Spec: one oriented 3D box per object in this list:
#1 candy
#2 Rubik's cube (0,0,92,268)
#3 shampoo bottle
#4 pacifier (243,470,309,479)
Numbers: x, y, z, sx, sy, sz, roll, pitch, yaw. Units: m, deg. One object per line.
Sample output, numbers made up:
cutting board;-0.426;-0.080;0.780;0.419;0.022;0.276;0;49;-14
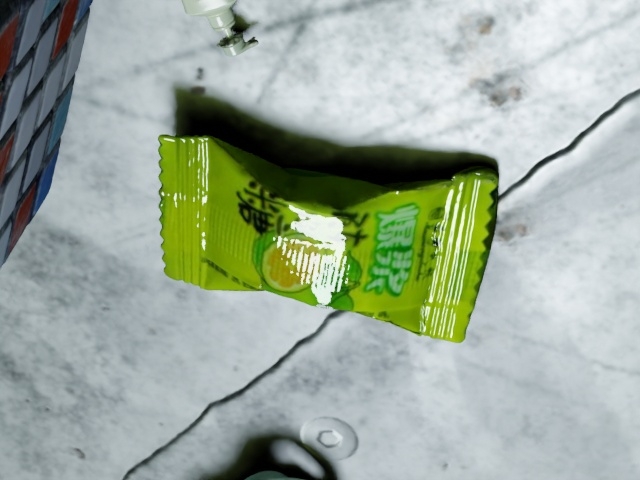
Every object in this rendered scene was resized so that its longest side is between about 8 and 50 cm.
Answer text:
candy;0.000;0.000;1.287;0.246;0.069;0.149;11;124;4
Rubik's cube;-0.321;-0.119;1.135;0.287;0.292;0.293;19;122;0
shampoo bottle;-0.084;-0.185;1.196;0.049;0.034;0.141;-16;120;14
pacifier;-0.043;0.257;1.452;0.127;0.116;0.150;27;127;-39
